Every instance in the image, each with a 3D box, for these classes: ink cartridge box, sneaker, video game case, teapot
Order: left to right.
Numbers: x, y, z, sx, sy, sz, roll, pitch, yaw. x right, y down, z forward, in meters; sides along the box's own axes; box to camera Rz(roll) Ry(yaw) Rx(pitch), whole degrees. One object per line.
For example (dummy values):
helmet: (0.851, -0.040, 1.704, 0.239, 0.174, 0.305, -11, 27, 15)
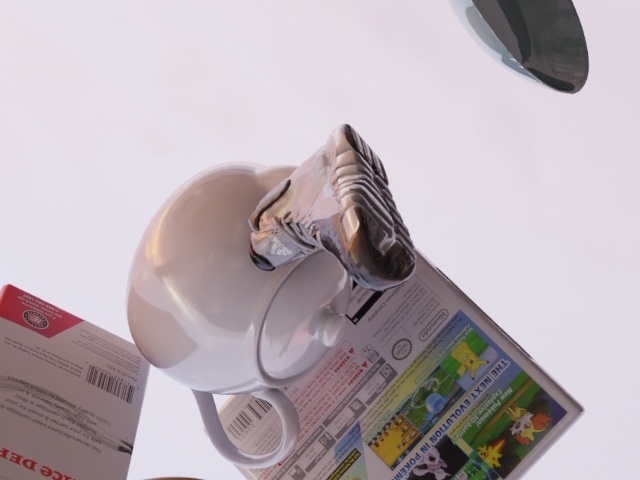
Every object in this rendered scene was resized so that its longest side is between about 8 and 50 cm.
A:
ink cartridge box: (-0.270, 0.178, 1.122, 0.172, 0.100, 0.237, 28, -148, -17)
teapot: (-0.055, 0.059, 1.160, 0.187, 0.256, 0.252, 27, -116, 30)
sneaker: (0.000, 0.000, 0.984, 0.086, 0.132, 0.229, 48, -164, -24)
video game case: (0.071, 0.199, 1.302, 0.300, 0.329, 0.036, 45, -168, 17)

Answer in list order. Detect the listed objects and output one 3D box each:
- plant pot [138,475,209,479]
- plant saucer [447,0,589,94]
plant pot: (-0.100, 0.284, 0.848, 0.236, 0.032, 0.236, 7, -116, -15)
plant saucer: (0.137, -0.191, 0.905, 0.195, 0.037, 0.195, 33, -137, -36)
